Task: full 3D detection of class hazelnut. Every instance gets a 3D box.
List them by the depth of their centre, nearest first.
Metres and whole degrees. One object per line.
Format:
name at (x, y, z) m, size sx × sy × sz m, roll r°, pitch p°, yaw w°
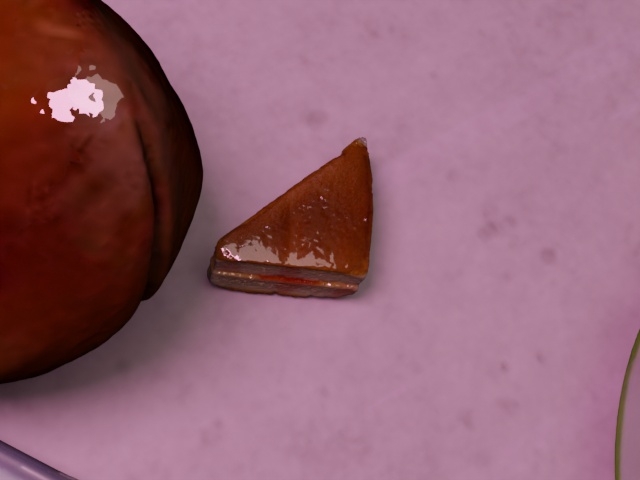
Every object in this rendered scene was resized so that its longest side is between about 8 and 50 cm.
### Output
hazelnut at (-0.137, -0.034, 0.686) m, size 0.208 × 0.208 × 0.208 m, roll 4°, pitch 70°, yaw -12°

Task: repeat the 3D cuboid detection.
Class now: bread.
bread at (0.000, 0.000, 0.798) m, size 0.109 × 0.043 × 0.062 m, roll -41°, pitch 82°, yaw -24°

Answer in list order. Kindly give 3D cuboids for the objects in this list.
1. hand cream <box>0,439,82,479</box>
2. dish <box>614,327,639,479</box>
hand cream at (-0.218, 0.079, 0.710) m, size 0.255 × 0.048 × 0.079 m, roll 26°, pitch 111°, yaw -6°
dish at (0.313, 0.109, 0.760) m, size 0.324 × 0.124 × 0.324 m, roll 2°, pitch 82°, yaw -17°
